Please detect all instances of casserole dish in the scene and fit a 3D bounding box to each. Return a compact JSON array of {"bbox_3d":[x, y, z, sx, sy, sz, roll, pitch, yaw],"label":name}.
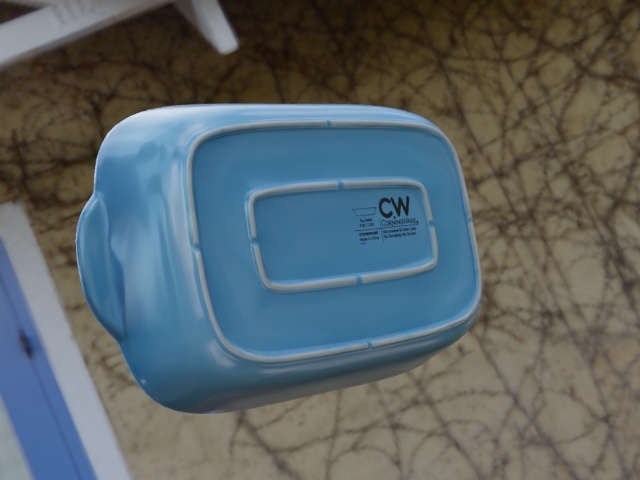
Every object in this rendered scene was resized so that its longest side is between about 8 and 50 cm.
[{"bbox_3d":[0.000,0.000,0.410,0.188,0.114,0.037,-5,-6,-43],"label":"casserole dish"}]
